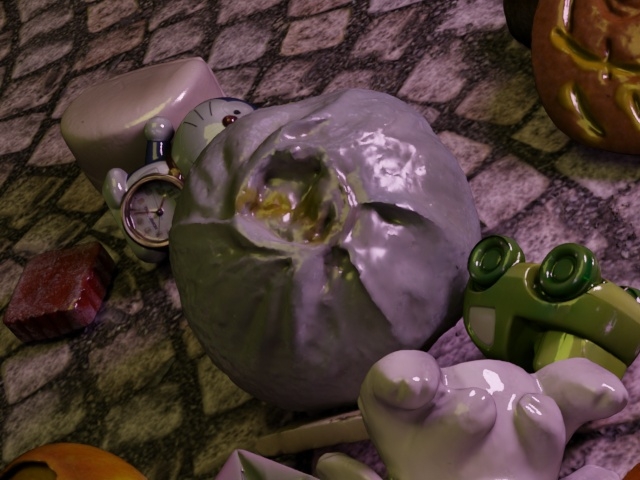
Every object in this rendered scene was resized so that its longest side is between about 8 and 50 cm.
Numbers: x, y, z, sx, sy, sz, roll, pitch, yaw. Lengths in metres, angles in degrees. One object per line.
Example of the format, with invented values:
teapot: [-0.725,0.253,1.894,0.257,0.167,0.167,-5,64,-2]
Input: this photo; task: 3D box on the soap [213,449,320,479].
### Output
soap: [-0.010,0.311,1.352,0.182,0.199,0.138,13,61,45]

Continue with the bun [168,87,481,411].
bun: [0.000,0.000,1.579,0.361,0.211,0.362,-2,72,5]

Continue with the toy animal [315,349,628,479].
toy animal: [0.144,0.240,1.191,0.271,0.206,0.265,3,53,-22]

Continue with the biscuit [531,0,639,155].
biscuit: [0.417,-0.265,1.670,0.394,0.070,0.351,-13,69,33]

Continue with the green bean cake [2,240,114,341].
green bean cake: [-0.353,0.071,1.999,0.135,0.056,0.135,-13,43,26]

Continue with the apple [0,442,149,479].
apple: [-0.268,0.324,1.522,0.236,0.207,0.237,-22,38,19]

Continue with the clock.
clock: [-0.163,-0.089,1.957,0.243,0.146,0.200,-33,73,4]

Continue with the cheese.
cheese: [0.087,0.173,1.462,0.085,0.034,0.400,-16,-1,-43]

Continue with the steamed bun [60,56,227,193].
steamed bun: [-0.252,-0.150,2.096,0.241,0.146,0.164,-11,38,27]

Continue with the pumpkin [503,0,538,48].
pumpkin: [0.360,-0.316,1.832,0.312,0.148,0.169,-22,34,22]

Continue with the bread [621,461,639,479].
bread: [0.335,0.253,1.241,0.190,0.114,0.132,-4,48,41]

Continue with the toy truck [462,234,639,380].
toy truck: [0.229,0.104,1.462,0.187,0.148,0.211,-14,55,40]
